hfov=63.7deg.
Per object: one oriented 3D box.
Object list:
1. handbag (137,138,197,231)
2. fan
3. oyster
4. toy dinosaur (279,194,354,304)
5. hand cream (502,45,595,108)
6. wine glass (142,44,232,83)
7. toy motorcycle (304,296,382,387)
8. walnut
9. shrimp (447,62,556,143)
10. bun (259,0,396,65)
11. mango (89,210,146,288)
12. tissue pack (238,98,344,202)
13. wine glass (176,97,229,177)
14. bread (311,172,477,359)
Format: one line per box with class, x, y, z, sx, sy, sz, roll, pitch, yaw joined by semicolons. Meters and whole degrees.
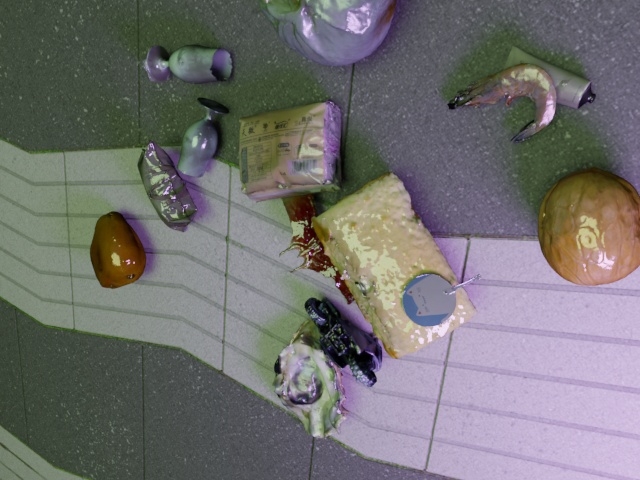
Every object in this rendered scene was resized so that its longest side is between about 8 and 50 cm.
handbag;-0.431;-0.147;1.449;0.182;0.117;0.270;-5;110;63
fan;0.256;0.112;1.080;0.175;0.005;0.113;-26;92;4
oyster;-0.018;0.387;1.409;0.237;0.114;0.351;1;99;36
toy dinosaur;-0.011;0.000;1.316;0.327;0.113;0.207;31;90;5
hand cream;0.447;-0.312;1.016;0.186;0.054;0.087;30;120;25
wine glass;-0.345;-0.460;1.344;0.222;0.103;0.103;9;107;25
toy motorcycle;0.068;0.252;1.319;0.106;0.159;0.270;-47;65;19
walnut;0.511;-0.027;0.973;0.195;0.195;0.222;0;93;27
shrimp;0.371;-0.271;1.055;0.219;0.046;0.152;-5;116;42
bun;-0.001;-0.534;1.055;0.362;0.211;0.362;26;136;28
mango;-0.625;0.020;1.598;0.166;0.136;0.236;-43;70;41
tissue pack;-0.079;-0.212;1.251;0.256;0.123;0.215;-3;84;26
wine glass;-0.321;-0.273;1.390;0.093;0.093;0.202;35;114;15
bread;0.158;0.056;1.172;0.236;0.165;0.375;-30;88;7
